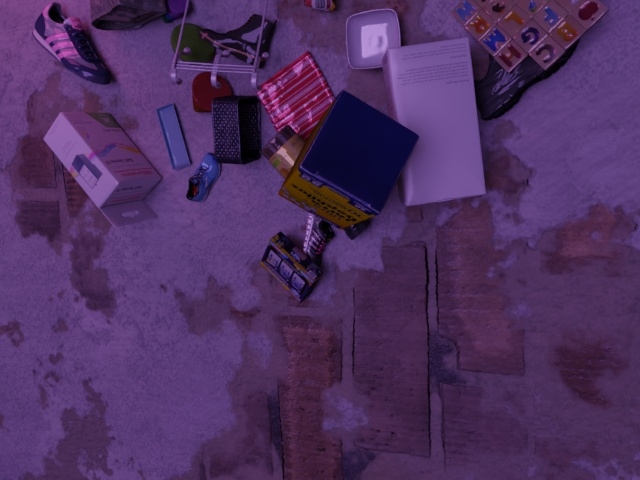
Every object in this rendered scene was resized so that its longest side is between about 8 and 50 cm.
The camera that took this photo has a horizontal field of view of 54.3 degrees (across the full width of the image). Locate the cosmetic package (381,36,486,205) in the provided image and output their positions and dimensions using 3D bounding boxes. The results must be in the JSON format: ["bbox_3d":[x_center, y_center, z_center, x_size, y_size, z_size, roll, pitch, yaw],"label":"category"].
[{"bbox_3d":[0.266,-0.277,1.492,0.197,0.155,0.365,-6,98,1],"label":"cosmetic package"}]

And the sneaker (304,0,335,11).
[{"bbox_3d":[0.040,-0.694,1.593,0.093,0.088,0.225,23,108,-4],"label":"sneaker"}]

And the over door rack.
[{"bbox_3d":[-0.253,-0.555,1.654,0.240,0.108,0.324,5,83,5],"label":"over door rack"}]

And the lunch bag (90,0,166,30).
[{"bbox_3d":[-0.566,-0.741,1.776,0.287,0.169,0.235,5,99,49],"label":"lunch bag"}]

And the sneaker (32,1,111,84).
[{"bbox_3d":[-0.754,-0.605,1.914,0.319,0.112,0.131,39,114,11],"label":"sneaker"}]

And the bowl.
[{"bbox_3d":[0.140,-0.509,1.588,0.142,0.053,0.141,-1,99,24],"label":"bowl"}]

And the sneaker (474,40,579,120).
[{"bbox_3d":[0.463,-0.410,1.446,0.286,0.109,0.130,-38,77,21],"label":"sneaker"}]

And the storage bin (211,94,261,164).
[{"bbox_3d":[-0.232,-0.308,1.731,0.084,0.122,0.180,5,108,22],"label":"storage bin"}]

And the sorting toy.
[{"bbox_3d":[-0.379,-0.516,1.797,0.126,0.127,0.365,-26,85,54],"label":"sorting toy"}]

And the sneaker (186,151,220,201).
[{"bbox_3d":[-0.348,-0.182,1.837,0.063,0.073,0.162,30,109,16],"label":"sneaker"}]

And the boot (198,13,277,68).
[{"bbox_3d":[-0.225,-0.579,1.726,0.198,0.077,0.137,26,104,3],"label":"boot"}]

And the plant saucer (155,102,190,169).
[{"bbox_3d":[-0.442,-0.313,1.885,0.067,0.018,0.192,-14,94,24],"label":"plant saucer"}]

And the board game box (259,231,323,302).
[{"bbox_3d":[-0.083,0.077,1.750,0.170,0.048,0.141,44,147,10],"label":"board game box"}]

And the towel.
[{"bbox_3d":[-0.047,-0.347,1.707,0.199,0.031,0.274,-28,87,23],"label":"towel"}]

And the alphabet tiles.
[{"bbox_3d":[0.464,-0.556,1.408,0.285,0.011,0.342,-44,63,22],"label":"alphabet tiles"}]

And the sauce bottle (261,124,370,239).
[{"bbox_3d":[-0.007,-0.147,1.660,0.111,0.111,0.344,-42,93,23],"label":"sauce bottle"}]

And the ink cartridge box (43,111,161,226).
[{"bbox_3d":[-0.628,-0.219,1.875,0.119,0.207,0.353,-44,82,24],"label":"ink cartridge box"}]

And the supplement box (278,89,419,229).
[{"bbox_3d":[0.048,-0.167,1.435,0.194,0.356,0.195,29,81,-7],"label":"supplement box"}]

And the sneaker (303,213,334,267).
[{"bbox_3d":[0.000,0.000,1.728,0.075,0.063,0.170,8,97,28],"label":"sneaker"}]
